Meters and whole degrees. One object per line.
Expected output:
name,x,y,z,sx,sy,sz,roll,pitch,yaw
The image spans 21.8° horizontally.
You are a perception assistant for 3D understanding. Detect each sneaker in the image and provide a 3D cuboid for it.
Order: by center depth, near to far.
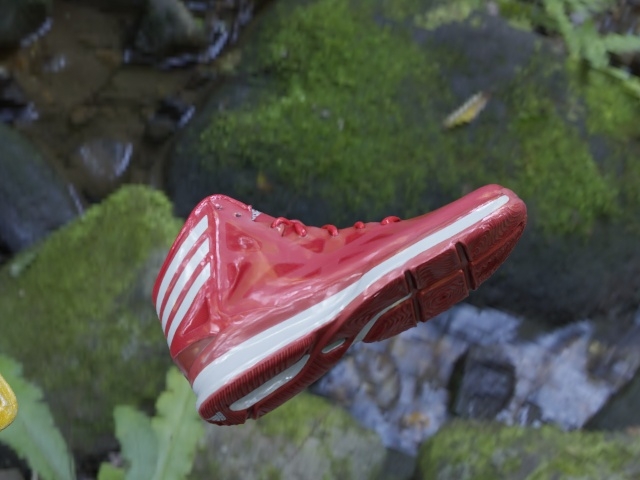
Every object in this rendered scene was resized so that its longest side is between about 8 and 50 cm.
sneaker,0.000,0.000,0.963,0.221,0.087,0.128,-29,65,-7

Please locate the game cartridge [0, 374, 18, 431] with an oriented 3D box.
game cartridge,-0.376,0.194,1.201,0.285,0.323,0.053,-35,95,-24
